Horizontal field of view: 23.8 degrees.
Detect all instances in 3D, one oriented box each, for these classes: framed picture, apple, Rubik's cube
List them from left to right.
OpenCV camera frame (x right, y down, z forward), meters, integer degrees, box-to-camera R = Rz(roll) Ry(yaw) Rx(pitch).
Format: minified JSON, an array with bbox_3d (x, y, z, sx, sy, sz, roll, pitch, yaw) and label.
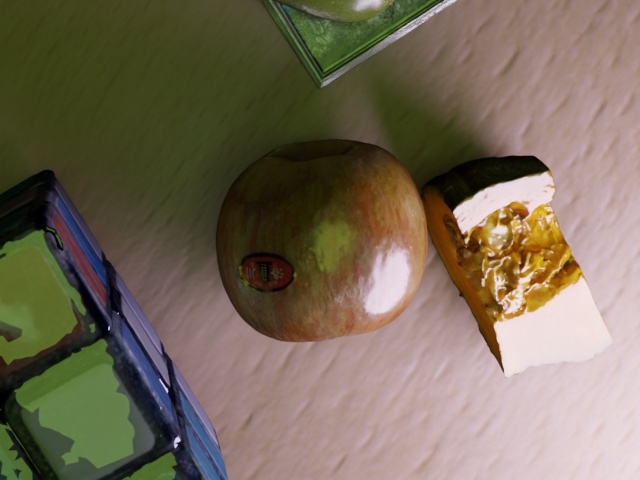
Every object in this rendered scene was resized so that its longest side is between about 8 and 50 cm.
[{"bbox_3d":[-0.305,0.178,1.397,0.359,0.363,0.362,-32,99,0],"label":"Rubik's cube"},{"bbox_3d":[0.000,0.000,1.486,0.211,0.211,0.187,-8,100,-6],"label":"apple"},{"bbox_3d":[0.037,-0.262,1.555,0.183,0.011,0.142,-33,99,-2],"label":"framed picture"}]

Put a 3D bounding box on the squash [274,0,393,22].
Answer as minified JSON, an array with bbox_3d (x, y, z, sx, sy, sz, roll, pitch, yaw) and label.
[{"bbox_3d":[-0.085,-0.302,1.494,0.341,0.094,0.094,27,93,-5],"label":"squash"}]

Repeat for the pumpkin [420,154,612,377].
[{"bbox_3d":[0.195,0.014,1.563,0.131,0.126,0.248,-25,119,-11],"label":"pumpkin"}]
